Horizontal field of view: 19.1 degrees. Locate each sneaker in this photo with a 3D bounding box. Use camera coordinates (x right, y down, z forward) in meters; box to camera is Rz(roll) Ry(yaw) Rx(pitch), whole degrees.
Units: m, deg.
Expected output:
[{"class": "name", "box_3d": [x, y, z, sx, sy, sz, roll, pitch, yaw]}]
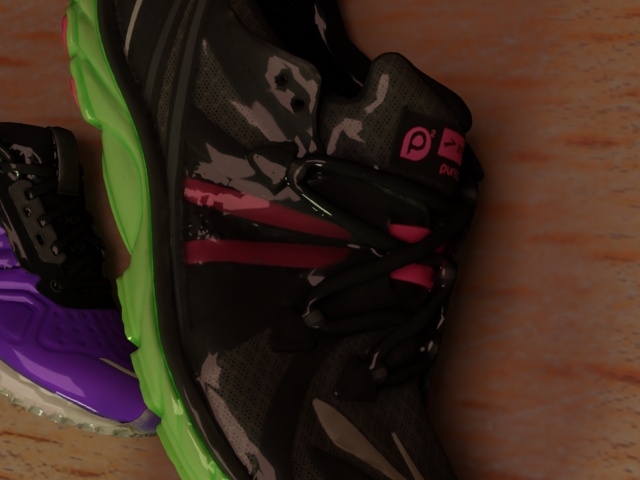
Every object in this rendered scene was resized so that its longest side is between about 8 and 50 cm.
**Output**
[{"class": "sneaker", "box_3d": [-0.188, 0.001, 1.205, 0.293, 0.102, 0.146, 37, 99, 23]}, {"class": "sneaker", "box_3d": [0.000, 0.000, 1.075, 0.202, 0.185, 0.482, -26, 75, 24]}]
